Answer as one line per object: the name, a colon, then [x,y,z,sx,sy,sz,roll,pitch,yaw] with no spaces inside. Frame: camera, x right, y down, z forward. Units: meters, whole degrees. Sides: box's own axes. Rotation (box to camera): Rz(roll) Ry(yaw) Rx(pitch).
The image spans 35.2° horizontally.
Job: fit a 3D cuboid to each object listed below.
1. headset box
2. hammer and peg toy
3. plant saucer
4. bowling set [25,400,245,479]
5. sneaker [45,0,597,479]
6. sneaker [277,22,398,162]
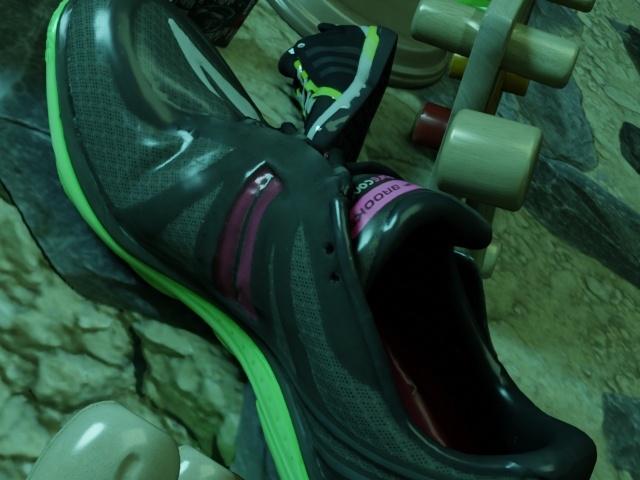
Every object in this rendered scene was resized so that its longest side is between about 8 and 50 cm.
headset box: [-0.100,-0.210,0.898,0.083,0.062,0.032,5,50,-38]
hammer and peg toy: [0.118,-0.089,0.833,0.127,0.266,0.361,21,36,9]
plant saucer: [0.039,-0.283,1.120,0.278,0.041,0.278,25,39,-21]
bowling set: [-0.047,0.203,0.491,0.287,0.200,0.154,35,76,-10]
sneaker: [0.000,0.000,0.657,0.483,0.202,0.185,51,37,13]
sneaker: [0.002,-0.134,0.924,0.097,0.084,0.235,17,36,6]
